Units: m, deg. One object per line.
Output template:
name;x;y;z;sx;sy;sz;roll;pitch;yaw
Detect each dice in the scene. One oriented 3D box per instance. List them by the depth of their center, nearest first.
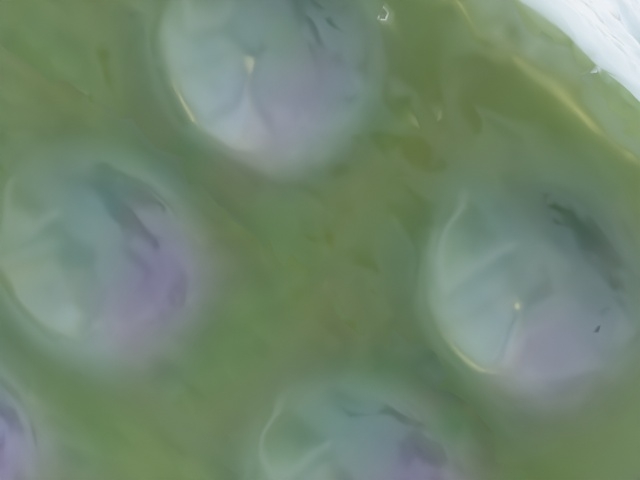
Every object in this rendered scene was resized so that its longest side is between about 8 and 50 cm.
dice;0.000;0.000;0.605;0.254;0.252;0.250;39;20;-1
